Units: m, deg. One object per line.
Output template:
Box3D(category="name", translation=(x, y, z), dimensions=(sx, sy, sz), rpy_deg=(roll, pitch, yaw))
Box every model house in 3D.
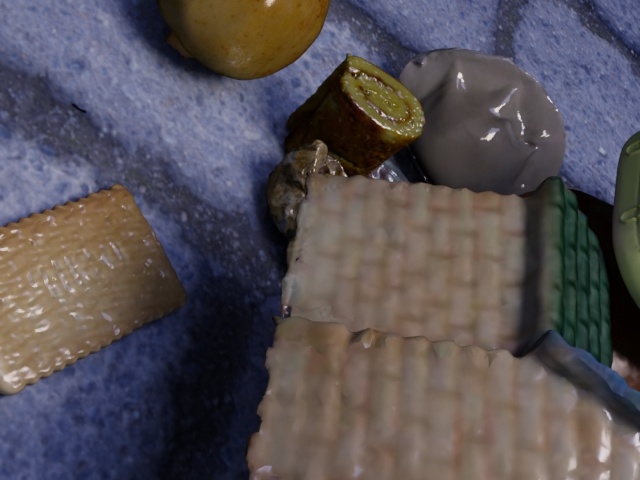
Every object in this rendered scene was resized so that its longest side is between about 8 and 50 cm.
Box3D(category="model house", translation=(0.150, 0.192, 0.929), dimensions=(0.400, 0.395, 0.445), rpy_deg=(3, 50, 6))

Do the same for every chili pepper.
Box3D(category="chili pepper", translation=(0.100, -0.080, 1.374), dimensions=(0.050, 0.041, 0.153), rpy_deg=(-46, 104, -3))

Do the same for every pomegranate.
Box3D(category="pomegranate", translation=(-0.095, -0.317, 1.194), dimensions=(0.233, 0.233, 0.233), rpy_deg=(20, 56, -34))

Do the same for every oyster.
Box3D(category="oyster", translation=(0.003, -0.014, 1.225), dimensions=(0.161, 0.107, 0.232), rpy_deg=(-46, 120, -50))

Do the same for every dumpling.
Box3D(category="dumpling", translation=(0.222, -0.145, 1.404), dimensions=(0.163, 0.204, 0.293), rpy_deg=(-39, 106, -34))

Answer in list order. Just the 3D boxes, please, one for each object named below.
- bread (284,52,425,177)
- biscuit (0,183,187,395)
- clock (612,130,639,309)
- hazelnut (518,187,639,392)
Box3D(category="bread", translation=(0.038, -0.145, 1.249), dimensions=(0.132, 0.172, 0.103), rpy_deg=(31, 55, -17))
Box3D(category="biscuit", translation=(-0.261, 0.043, 0.989), dimensions=(0.250, 0.030, 0.160), rpy_deg=(-29, 89, -46))
Box3D(category="clock", translation=(0.473, 0.037, 1.089), dimensions=(0.348, 0.117, 0.286), rpy_deg=(44, 40, -18))
Box3D(category="hazelnut", translation=(0.308, 0.122, 1.243), dimensions=(0.366, 0.366, 0.365), rpy_deg=(20, 56, -34))
